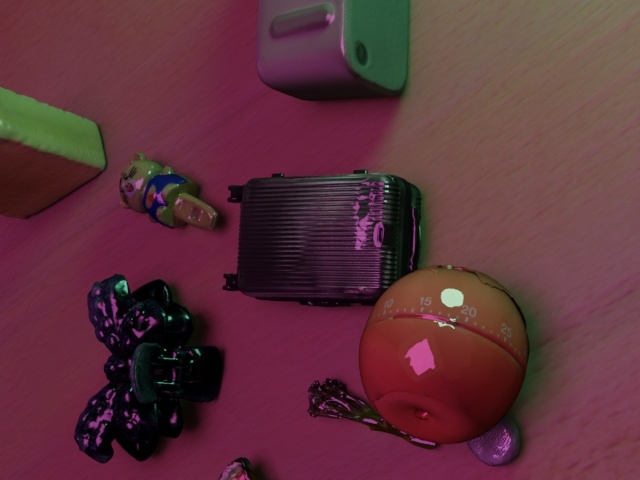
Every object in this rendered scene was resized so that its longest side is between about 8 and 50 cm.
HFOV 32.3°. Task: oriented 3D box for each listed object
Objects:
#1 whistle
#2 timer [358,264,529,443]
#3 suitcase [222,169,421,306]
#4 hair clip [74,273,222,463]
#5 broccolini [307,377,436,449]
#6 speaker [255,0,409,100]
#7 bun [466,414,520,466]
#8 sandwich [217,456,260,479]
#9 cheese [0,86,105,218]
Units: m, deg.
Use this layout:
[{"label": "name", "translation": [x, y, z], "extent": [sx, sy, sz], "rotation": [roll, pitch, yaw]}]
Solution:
[{"label": "whistle", "translation": [-0.265, -0.072, 1.885], "extent": [0.227, 0.085, 0.105], "rotation": [27, 107, 31]}, {"label": "timer", "translation": [0.168, 0.153, 1.503], "extent": [0.229, 0.230, 0.215], "rotation": [4, 52, 31]}, {"label": "suitcase", "translation": [0.000, 0.000, 1.690], "extent": [0.312, 0.128, 0.202], "rotation": [0, 84, 30]}, {"label": "hair clip", "translation": [-0.297, 0.212, 1.813], "extent": [0.206, 0.194, 0.310], "rotation": [0, 84, 38]}, {"label": "broccolini", "translation": [0.082, 0.264, 1.662], "extent": [0.216, 0.058, 0.067], "rotation": [15, 94, 22]}, {"label": "speaker", "translation": [0.018, -0.421, 1.713], "extent": [0.184, 0.183, 0.406], "rotation": [-4, 81, 36]}, {"label": "bun", "translation": [0.245, 0.277, 1.553], "extent": [0.083, 0.045, 0.083], "rotation": [-7, 78, 33]}, {"label": "sandwich", "translation": [-0.110, 0.458, 1.730], "extent": [0.159, 0.079, 0.235], "rotation": [-14, 80, 18]}, {"label": "cheese", "translation": [-0.560, -0.150, 1.968], "extent": [0.242, 0.265, 0.124], "rotation": [-24, 70, 26]}]
